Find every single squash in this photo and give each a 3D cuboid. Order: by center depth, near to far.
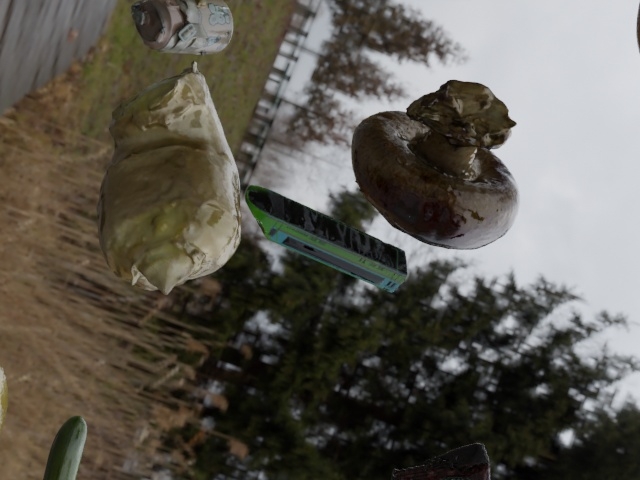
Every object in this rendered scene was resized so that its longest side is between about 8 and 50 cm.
[{"bbox_3d":[-0.515,0.471,1.854,0.069,0.069,0.258,131,-30,-63],"label":"squash"}]

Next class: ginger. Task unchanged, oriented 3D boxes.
[{"bbox_3d":[-0.148,-0.052,0.911,0.152,0.138,0.267,66,13,-60],"label":"ginger"}]

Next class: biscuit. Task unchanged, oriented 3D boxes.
[{"bbox_3d":[0.196,0.431,1.393,0.063,0.151,0.235,80,0,-66],"label":"biscuit"}]

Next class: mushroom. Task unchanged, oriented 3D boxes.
[{"bbox_3d":[0.213,-0.160,1.733,0.334,0.331,0.356,-44,143,-56],"label":"mushroom"}]

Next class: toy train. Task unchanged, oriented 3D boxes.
[{"bbox_3d":[0.000,0.000,1.051,0.042,0.209,0.044,-51,-155,35],"label":"toy train"}]

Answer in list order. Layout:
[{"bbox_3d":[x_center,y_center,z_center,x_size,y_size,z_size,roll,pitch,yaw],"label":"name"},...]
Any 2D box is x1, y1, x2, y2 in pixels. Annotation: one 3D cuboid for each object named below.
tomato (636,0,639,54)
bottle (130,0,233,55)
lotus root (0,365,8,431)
[{"bbox_3d":[0.339,-0.173,0.777,0.095,0.237,0.236,-5,-119,49],"label":"tomato"},{"bbox_3d":[-0.207,-0.317,1.379,0.152,0.099,0.099,-16,138,-54],"label":"bottle"},{"bbox_3d":[-0.538,0.237,1.379,0.130,0.146,0.303,-89,-167,-49],"label":"lotus root"}]
